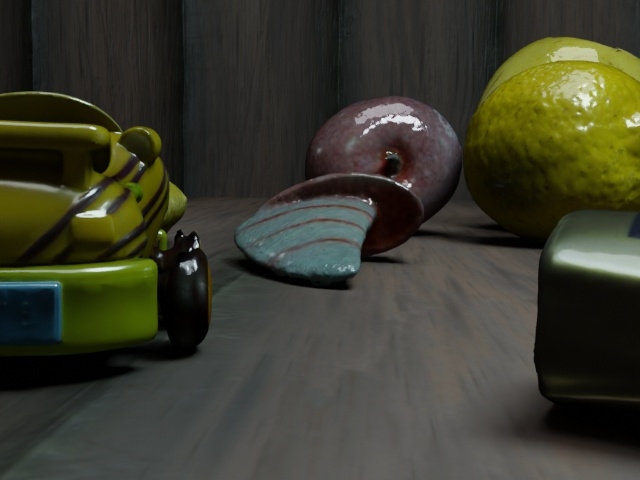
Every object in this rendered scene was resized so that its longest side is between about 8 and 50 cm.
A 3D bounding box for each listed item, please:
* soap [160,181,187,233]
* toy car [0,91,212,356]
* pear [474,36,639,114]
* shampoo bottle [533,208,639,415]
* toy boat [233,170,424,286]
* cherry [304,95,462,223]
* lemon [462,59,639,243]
[{"bbox_3d":[-0.312,-0.045,1.012,0.305,0.115,0.427,-3,6,-8],"label":"soap"},{"bbox_3d":[-0.165,-0.014,0.496,0.200,0.143,0.248,0,7,-12],"label":"toy car"},{"bbox_3d":[0.417,-0.171,1.446,0.348,0.349,0.348,1,5,0],"label":"pear"},{"bbox_3d":[0.260,0.037,0.300,0.350,0.084,0.125,3,8,26],"label":"shampoo bottle"},{"bbox_3d":[0.000,0.000,0.854,0.206,0.096,0.282,-5,17,8],"label":"toy boat"},{"bbox_3d":[0.096,-0.114,1.316,0.236,0.213,0.285,9,-4,3],"label":"cherry"},{"bbox_3d":[0.324,-0.115,1.167,0.253,0.254,0.310,-3,-1,-37],"label":"lemon"}]
